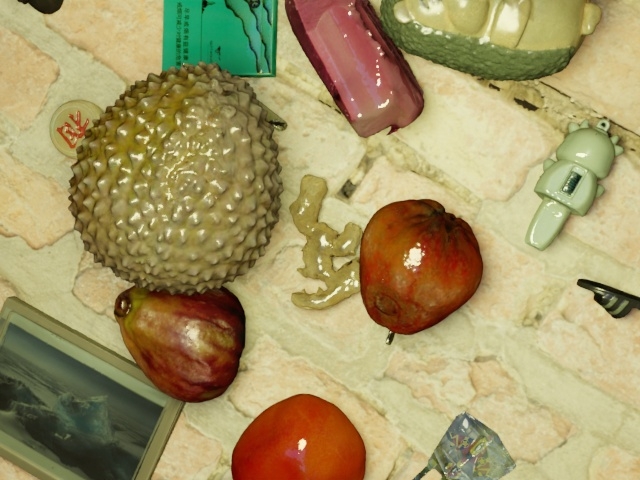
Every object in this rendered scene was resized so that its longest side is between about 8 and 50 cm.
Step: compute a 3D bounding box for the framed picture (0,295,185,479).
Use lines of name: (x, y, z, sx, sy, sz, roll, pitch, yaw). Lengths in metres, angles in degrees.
framed picture: (-0.526, 0.357, 1.591, 0.446, 0.028, 0.326, 25, 97, 10)

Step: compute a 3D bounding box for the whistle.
whistle: (0.434, -0.097, 1.325, 0.102, 0.106, 0.253, 29, 91, 41)

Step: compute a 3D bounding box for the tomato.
tomato: (-0.038, 0.417, 1.410, 0.260, 0.180, 0.260, 3, 100, 16)

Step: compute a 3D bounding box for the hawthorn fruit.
hawthorn fruit: (0.159, 0.061, 1.340, 0.224, 0.224, 0.261, 28, 110, 10)

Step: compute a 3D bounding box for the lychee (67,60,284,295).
lychee: (-0.242, -0.106, 1.323, 0.380, 0.380, 0.432, 37, 136, 9)

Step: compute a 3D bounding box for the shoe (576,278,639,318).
shoe: (0.530, 0.118, 1.330, 0.179, 0.071, 0.049, 19, 100, 7)

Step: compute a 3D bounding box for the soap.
soap: (0.064, -0.328, 1.345, 0.127, 0.220, 0.325, -33, 85, 20)

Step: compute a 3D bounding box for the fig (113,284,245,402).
fig: (-0.255, 0.174, 1.437, 0.263, 0.224, 0.224, 44, 100, 11)

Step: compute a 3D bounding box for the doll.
doll: (0.275, -0.388, 1.259, 0.349, 0.247, 0.247, 3, 93, 0)

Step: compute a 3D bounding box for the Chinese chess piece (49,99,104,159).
Chinese chess piece: (-0.489, -0.224, 1.550, 0.122, 0.051, 0.122, 0, 91, 12)

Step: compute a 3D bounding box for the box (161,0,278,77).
box: (-0.196, -0.398, 1.483, 0.226, 0.042, 0.161, 2, 93, 13)

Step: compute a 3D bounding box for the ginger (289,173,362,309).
ginger: (0.016, 0.002, 1.446, 0.149, 0.065, 0.258, -2, 86, 0)

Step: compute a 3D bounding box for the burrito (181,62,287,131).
burrito: (-0.170, -0.263, 1.463, 0.229, 0.058, 0.063, 29, 78, -4)

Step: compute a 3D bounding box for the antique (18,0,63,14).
antique: (-0.525, -0.607, 1.444, 0.185, 0.255, 0.322, 13, 92, 14)

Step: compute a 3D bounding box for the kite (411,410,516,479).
kite: (0.239, 0.440, 1.432, 0.245, 0.015, 0.141, -45, 80, 10)
